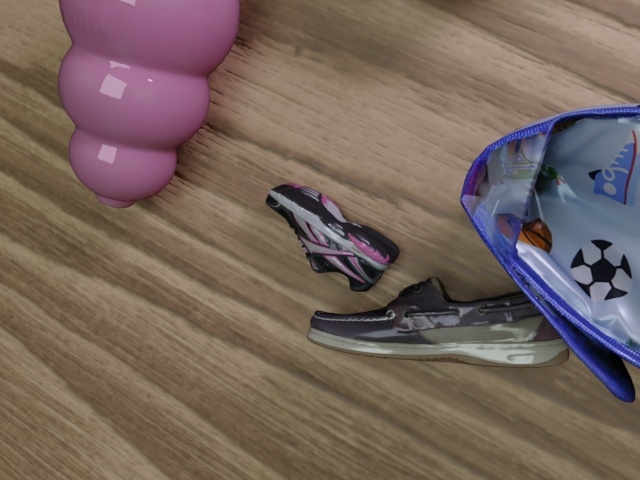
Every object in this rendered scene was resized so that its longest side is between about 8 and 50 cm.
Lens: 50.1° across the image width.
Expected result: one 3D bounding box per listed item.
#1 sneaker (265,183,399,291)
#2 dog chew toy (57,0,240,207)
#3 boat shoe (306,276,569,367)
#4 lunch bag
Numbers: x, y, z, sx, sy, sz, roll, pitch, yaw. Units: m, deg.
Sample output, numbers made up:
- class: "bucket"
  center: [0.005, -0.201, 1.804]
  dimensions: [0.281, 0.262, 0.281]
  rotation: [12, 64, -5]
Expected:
- class: "sneaker"
  center: [0.000, 0.000, 0.819]
  dimensions: [0.178, 0.072, 0.077]
  rotation: [36, 115, 20]
- class: "dog chew toy"
  center: [-0.219, -0.200, 0.823]
  dimensions: [0.207, 0.207, 0.331]
  rotation: [22, 108, 18]
- class: "boat shoe"
  center: [0.126, 0.086, 0.763]
  dimensions: [0.286, 0.103, 0.092]
  rotation: [1, 88, 16]
- class: "lunch bag"
  center: [0.319, 0.008, 0.568]
  dimensions: [0.386, 0.328, 0.238]
  rotation: [20, 101, 16]
